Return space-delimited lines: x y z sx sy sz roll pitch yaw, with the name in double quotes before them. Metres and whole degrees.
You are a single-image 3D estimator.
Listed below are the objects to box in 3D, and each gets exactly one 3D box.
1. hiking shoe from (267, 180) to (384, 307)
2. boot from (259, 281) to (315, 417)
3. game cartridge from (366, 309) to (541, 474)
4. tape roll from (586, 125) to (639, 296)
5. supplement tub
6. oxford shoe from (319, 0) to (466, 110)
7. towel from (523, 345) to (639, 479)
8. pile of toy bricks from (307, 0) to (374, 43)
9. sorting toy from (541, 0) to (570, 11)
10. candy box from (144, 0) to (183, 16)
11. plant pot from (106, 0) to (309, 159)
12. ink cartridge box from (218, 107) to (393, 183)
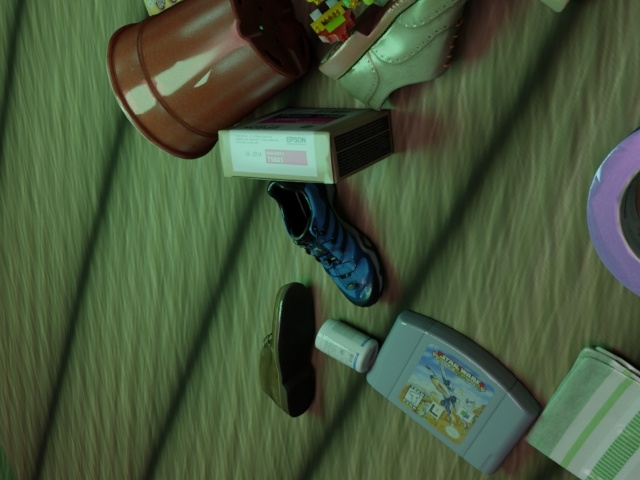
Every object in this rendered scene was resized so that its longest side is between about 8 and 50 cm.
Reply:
"hiking shoe" 0.000 0.000 1.420 0.113 0.132 0.304 -33 88 40
"boot" -0.082 0.214 1.592 0.115 0.112 0.305 24 124 38
"game cartridge" 0.236 0.268 1.412 0.297 0.062 0.198 36 129 19
"tape roll" 0.515 -0.042 1.061 0.275 0.090 0.274 14 117 30
"supplement tub" 0.052 0.203 1.505 0.107 0.071 0.071 27 122 26
"oxford shoe" 0.169 -0.336 1.175 0.146 0.140 0.397 42 142 -16
"towel" 0.518 0.340 1.247 0.325 0.038 0.247 34 125 20
"pile of toy bricks" 0.067 -0.380 1.125 0.212 0.118 0.105 -37 54 10
"sorting toy" 0.286 -0.497 1.077 0.307 0.041 0.229 46 129 20
"candy box" -0.221 -0.460 1.407 0.187 0.109 0.053 -15 96 38
"plant pot" -0.180 -0.318 1.357 0.265 0.272 0.272 -24 94 31
"ink cartridge box" -0.024 -0.167 1.330 0.235 0.193 0.088 7 112 33
